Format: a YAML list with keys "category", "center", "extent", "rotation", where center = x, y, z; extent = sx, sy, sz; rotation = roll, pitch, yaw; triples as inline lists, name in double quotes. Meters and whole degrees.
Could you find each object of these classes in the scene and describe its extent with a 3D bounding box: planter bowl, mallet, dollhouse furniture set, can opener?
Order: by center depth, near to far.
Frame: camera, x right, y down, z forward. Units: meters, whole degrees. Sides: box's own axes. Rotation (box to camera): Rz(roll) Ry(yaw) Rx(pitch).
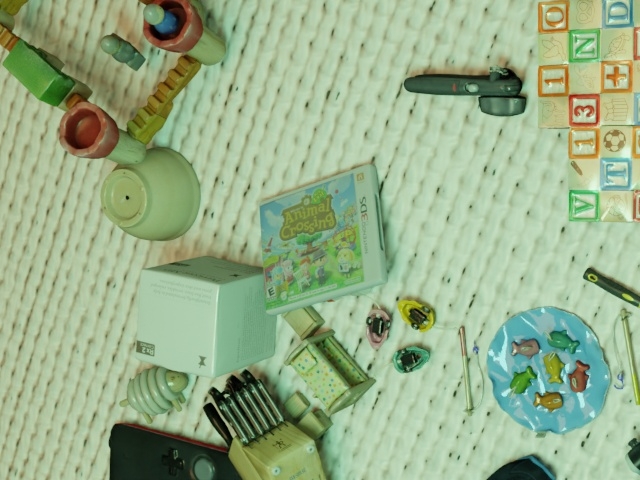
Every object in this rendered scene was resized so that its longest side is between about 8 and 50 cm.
- category: "mallet"
  center: [0.449, 0.082, 1.536]
  extent: [0.190, 0.039, 0.062]
  rotation: [39, 112, 24]
- category: "can opener"
  center: [0.205, -0.221, 1.618]
  extent: [0.186, 0.059, 0.073]
  rotation: [10, 101, 27]
- category: "dollhouse furniture set"
  center: [-0.041, 0.215, 1.775]
  extent: [0.182, 0.101, 0.161]
  rotation: [48, 115, 16]
- category: "planter bowl"
  center: [-0.297, -0.073, 1.879]
  extent: [0.162, 0.109, 0.162]
  rotation: [4, 98, 28]

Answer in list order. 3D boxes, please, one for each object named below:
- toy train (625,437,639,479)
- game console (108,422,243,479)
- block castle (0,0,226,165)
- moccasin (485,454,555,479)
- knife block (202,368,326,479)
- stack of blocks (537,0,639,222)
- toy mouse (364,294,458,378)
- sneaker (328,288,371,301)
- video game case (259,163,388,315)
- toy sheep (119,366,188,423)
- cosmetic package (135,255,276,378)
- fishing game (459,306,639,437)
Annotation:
- category: "toy train"
  center: [0.491, 0.277, 1.511]
  extent: [0.184, 0.080, 0.105]
  rotation: [-50, 63, 26]
- category: "game console"
  center: [-0.236, 0.528, 1.942]
  extent: [0.342, 0.060, 0.386]
  rotation: [7, 98, 27]
- category: "block castle"
  center: [-0.399, -0.360, 1.797]
  extent: [0.453, 0.213, 0.303]
  rotation: [43, 97, 22]
- category: "moccasin"
  center: [0.211, 0.455, 1.656]
  extent: [0.138, 0.117, 0.342]
  rotation: [33, 110, 21]
- category: "knife block"
  center: [-0.088, 0.351, 1.810]
  extent: [0.242, 0.088, 0.275]
  rotation: [23, 136, 57]
- category: "stack of blocks"
  center: [0.386, -0.174, 1.509]
  extent: [0.171, 0.087, 0.297]
  rotation: [1, 96, 28]
- category: "toy mouse"
  center: [0.120, 0.152, 1.721]
  extent: [0.161, 0.031, 0.143]
  rotation: [32, 109, 22]
- category: "sneaker"
  center: [0.020, 0.056, 1.762]
  extent: [0.158, 0.061, 0.064]
  rotation: [-6, 61, 35]
- category: "video game case"
  center: [0.000, 0.000, 1.734]
  extent: [0.213, 0.023, 0.193]
  rotation: [-18, 64, 29]
- category: "toy sheep"
  center: [-0.286, 0.261, 1.924]
  extent: [0.132, 0.091, 0.091]
  rotation: [-25, 83, 10]
- category: "cosmetic package"
  center: [-0.177, 0.118, 1.792]
  extent: [0.151, 0.184, 0.151]
  rotation: [9, 100, 27]
- category: "fishing game"
  center: [0.321, 0.190, 1.613]
  extent: [0.264, 0.041, 0.189]
  rotation: [-5, 91, 29]
